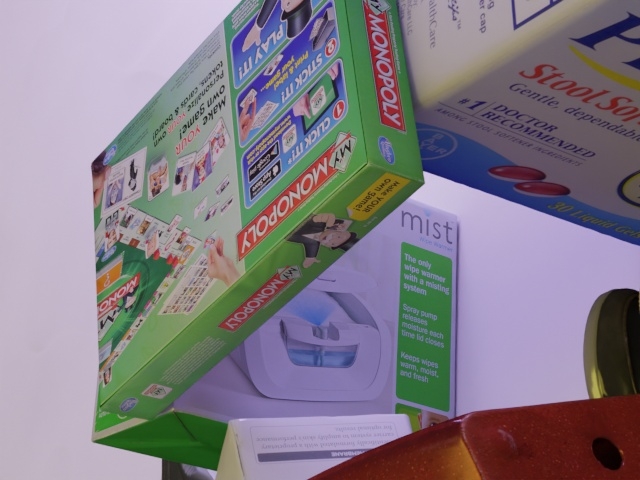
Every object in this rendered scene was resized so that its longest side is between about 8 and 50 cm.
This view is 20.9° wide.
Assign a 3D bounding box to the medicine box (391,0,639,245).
[{"bbox_3d":[0.206,-0.136,1.090,0.289,0.263,0.149,-28,53,48],"label":"medicine box"}]

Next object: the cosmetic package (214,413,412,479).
[{"bbox_3d":[0.002,0.278,1.216,0.224,0.138,0.225,105,160,-44],"label":"cosmetic package"}]

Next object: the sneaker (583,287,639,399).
[{"bbox_3d":[0.246,0.117,1.090,0.118,0.083,0.222,-34,58,39],"label":"sneaker"}]

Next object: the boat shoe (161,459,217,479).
[{"bbox_3d":[-0.073,0.212,1.504,0.320,0.103,0.118,-150,61,-70],"label":"boat shoe"}]

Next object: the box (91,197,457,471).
[{"bbox_3d":[-0.030,0.064,1.355,0.126,0.262,0.231,-24,54,49],"label":"box"}]

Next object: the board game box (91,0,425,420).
[{"bbox_3d":[-0.056,-0.045,1.156,0.317,0.046,0.214,-41,44,41],"label":"board game box"}]

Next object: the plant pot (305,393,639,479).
[{"bbox_3d":[0.118,0.224,0.966,0.236,0.267,0.267,-53,51,42],"label":"plant pot"}]
